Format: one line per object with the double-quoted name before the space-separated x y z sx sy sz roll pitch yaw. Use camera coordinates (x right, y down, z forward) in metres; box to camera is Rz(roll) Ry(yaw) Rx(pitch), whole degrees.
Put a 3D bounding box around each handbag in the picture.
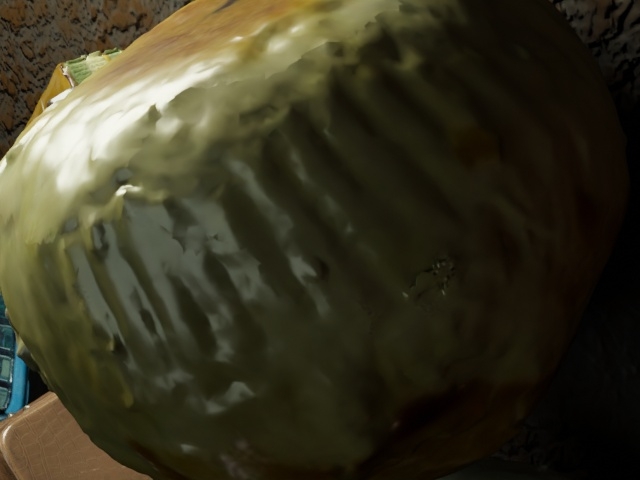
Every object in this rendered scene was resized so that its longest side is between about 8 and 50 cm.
"handbag" -0.216 0.204 1.298 0.072 0.193 0.151 -29 93 46

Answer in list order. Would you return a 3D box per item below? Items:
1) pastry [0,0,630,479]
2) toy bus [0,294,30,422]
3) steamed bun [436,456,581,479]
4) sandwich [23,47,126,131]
"pastry" 0.000 0.000 0.837 0.388 0.388 0.313 -11 117 49
"toy bus" -0.355 0.101 1.372 0.113 0.134 0.246 129 145 -47
"steamed bun" 0.114 0.322 0.942 0.312 0.334 0.233 33 173 28
"sandwich" -0.204 -0.078 1.232 0.113 0.079 0.163 57 138 13
